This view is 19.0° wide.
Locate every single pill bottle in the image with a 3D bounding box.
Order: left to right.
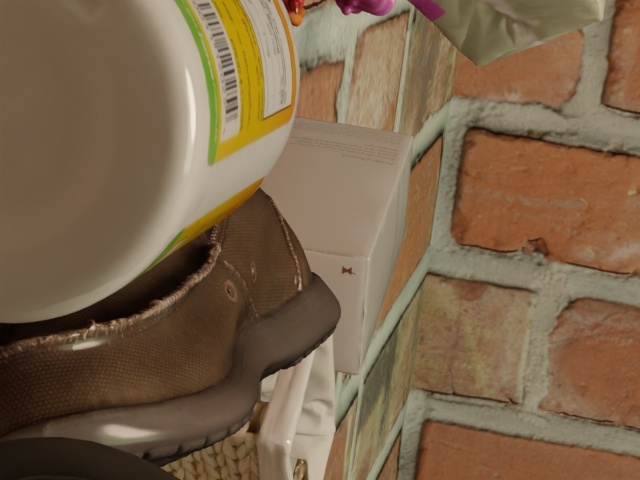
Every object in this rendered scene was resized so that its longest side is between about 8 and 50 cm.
[{"bbox_3d":[-0.083,-0.058,0.719,0.246,0.136,0.136,-43,141,-76],"label":"pill bottle"}]

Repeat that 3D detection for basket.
[{"bbox_3d":[-0.052,0.114,1.215,0.167,0.103,0.113,85,17,-56],"label":"basket"}]

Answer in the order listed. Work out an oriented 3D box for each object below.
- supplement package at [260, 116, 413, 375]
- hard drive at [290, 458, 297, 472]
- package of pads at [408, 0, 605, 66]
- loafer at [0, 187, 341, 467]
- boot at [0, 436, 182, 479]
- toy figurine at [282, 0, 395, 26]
[{"bbox_3d":[0.000,0.000,1.416,0.179,0.105,0.105,-69,166,-55],"label":"supplement package"},{"bbox_3d":[-0.043,0.226,1.576,0.233,0.047,0.353,-66,164,-57],"label":"hard drive"},{"bbox_3d":[0.032,-0.259,0.881,0.296,0.101,0.229,37,52,-34],"label":"package of pads"},{"bbox_3d":[-0.099,0.034,0.864,0.130,0.134,0.366,64,14,-3],"label":"loafer"},{"bbox_3d":[-0.164,0.245,0.468,0.377,0.138,0.284,-47,162,-44],"label":"boot"},{"bbox_3d":[-0.011,-0.165,0.997,0.130,0.159,0.173,-60,159,-66],"label":"toy figurine"}]
